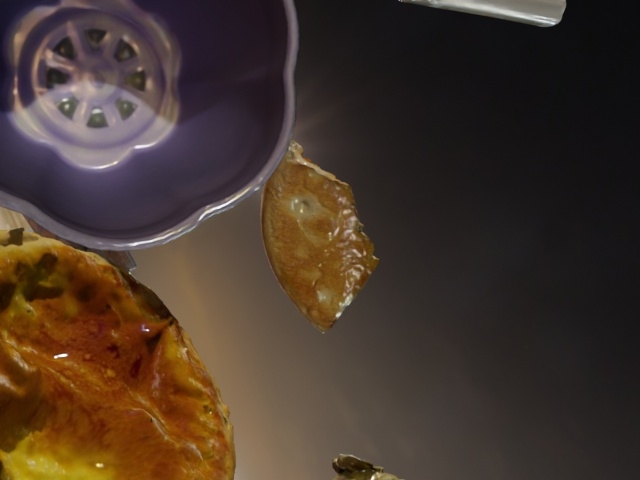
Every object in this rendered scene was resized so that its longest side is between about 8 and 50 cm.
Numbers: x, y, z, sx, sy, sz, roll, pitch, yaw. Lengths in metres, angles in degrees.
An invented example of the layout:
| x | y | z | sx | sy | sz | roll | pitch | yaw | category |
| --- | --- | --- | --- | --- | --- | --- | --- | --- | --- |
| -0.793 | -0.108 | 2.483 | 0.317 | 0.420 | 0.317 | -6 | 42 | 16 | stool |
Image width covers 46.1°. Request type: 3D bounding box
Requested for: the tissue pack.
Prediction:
| x | y | z | sx | sy | sz | roll | pitch | yaw | category |
| --- | --- | --- | --- | --- | --- | --- | --- | --- | --- |
| -0.333 | -0.014 | 1.018 | 0.116 | 0.065 | 0.155 | 4 | -50 | 44 | tissue pack |

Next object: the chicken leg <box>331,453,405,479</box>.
| x | y | z | sx | sy | sz | roll | pitch | yaw | category |
| --- | --- | --- | --- | --- | --- | --- | --- | --- | --- |
| 0.110 | 0.476 | 1.318 | 0.201 | 0.152 | 0.429 | 36 | -7 | 21 | chicken leg |

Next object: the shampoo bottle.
| x | y | z | sx | sy | sz | roll | pitch | yaw | category |
| --- | --- | --- | --- | --- | --- | --- | --- | --- | --- |
| 0.213 | -0.333 | 1.014 | 0.086 | 0.227 | 0.056 | -121 | -141 | -57 | shampoo bottle |

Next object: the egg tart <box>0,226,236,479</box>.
| x | y | z | sx | sy | sz | roll | pitch | yaw | category |
| --- | --- | --- | --- | --- | --- | --- | --- | --- | --- |
| -0.283 | 0.189 | 0.813 | 0.443 | 0.178 | 0.443 | 41 | 24 | -23 | egg tart |

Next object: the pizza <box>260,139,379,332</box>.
| x | y | z | sx | sy | sz | roll | pitch | yaw | category |
| --- | --- | --- | --- | --- | --- | --- | --- | --- | --- |
| -0.007 | -0.002 | 0.954 | 0.056 | 0.134 | 0.271 | -103 | 171 | -65 | pizza |

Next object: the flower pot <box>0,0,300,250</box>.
| x | y | z | sx | sy | sz | roll | pitch | yaw | category |
| --- | --- | --- | --- | --- | --- | --- | --- | --- | --- |
| -0.172 | -0.133 | 0.619 | 0.265 | 0.265 | 0.243 | 69 | -16 | -12 | flower pot |
